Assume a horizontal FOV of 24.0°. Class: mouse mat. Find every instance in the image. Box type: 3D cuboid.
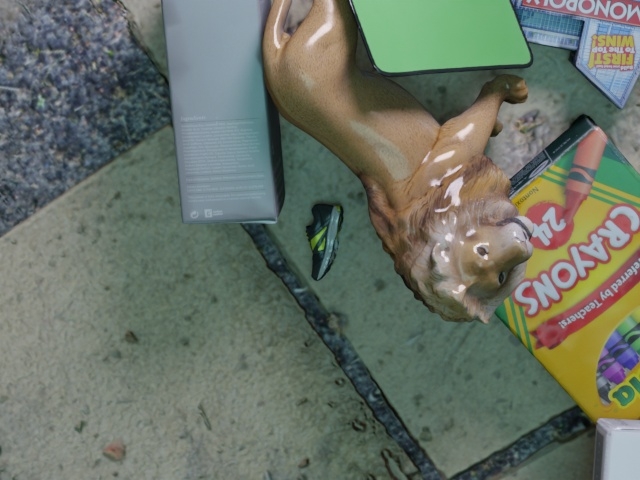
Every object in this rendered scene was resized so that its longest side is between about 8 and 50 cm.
[{"bbox_3d":[0.105,-0.223,1.408,0.190,0.007,0.152,-8,70,-31],"label":"mouse mat"}]

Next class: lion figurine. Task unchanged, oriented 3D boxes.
[{"bbox_3d":[0.056,-0.111,1.421,0.392,0.142,0.240,39,60,-3],"label":"lion figurine"}]

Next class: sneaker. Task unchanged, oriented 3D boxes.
[{"bbox_3d":[0.000,0.000,1.563,0.035,0.031,0.083,16,100,12],"label":"sneaker"}]

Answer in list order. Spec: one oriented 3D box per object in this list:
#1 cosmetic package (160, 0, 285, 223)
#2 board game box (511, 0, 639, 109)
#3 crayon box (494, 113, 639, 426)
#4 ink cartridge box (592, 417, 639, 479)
[{"bbox_3d":[-0.093,-0.144,1.477,0.107,0.127,0.238,0,106,3],"label":"cosmetic package"},{"bbox_3d":[0.263,-0.234,1.476,0.194,0.060,0.194,9,104,-1],"label":"board game box"},{"bbox_3d":[0.300,0.057,1.538,0.202,0.081,0.318,-42,100,10],"label":"crayon box"},{"bbox_3d":[0.400,0.334,1.509,0.261,0.066,0.296,3,94,-1],"label":"ink cartridge box"}]
